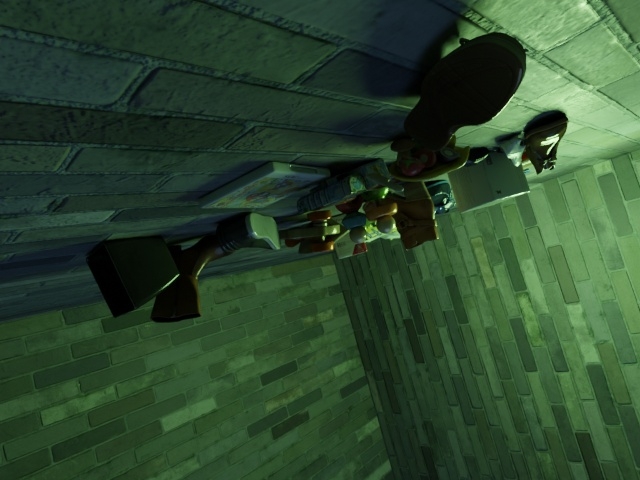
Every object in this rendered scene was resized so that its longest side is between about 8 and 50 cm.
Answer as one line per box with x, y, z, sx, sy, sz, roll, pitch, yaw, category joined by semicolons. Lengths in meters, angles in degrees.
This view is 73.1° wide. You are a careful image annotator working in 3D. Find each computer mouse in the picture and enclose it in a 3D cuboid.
0.496;-0.251;1.281;0.242;0.041;0.071;-14;174;-23;computer mouse

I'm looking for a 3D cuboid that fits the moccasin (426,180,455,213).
0.478;-0.163;1.712;0.137;0.117;0.342;-19;174;29;moccasin

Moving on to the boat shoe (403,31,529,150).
0.198;-0.215;0.611;0.089;0.104;0.285;-53;-175;-7;boat shoe

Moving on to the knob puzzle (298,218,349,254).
0.000;0.000;1.651;0.213;0.030;0.213;-23;-150;14;knob puzzle

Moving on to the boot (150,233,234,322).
-0.385;0.112;1.344;0.264;0.280;0.096;-7;134;-8;boot

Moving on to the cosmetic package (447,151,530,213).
0.547;-0.193;1.420;0.151;0.151;0.183;-14;176;-20;cosmetic package

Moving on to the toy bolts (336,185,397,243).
0.114;-0.073;1.379;0.218;0.159;0.228;-14;174;-19;toy bolts

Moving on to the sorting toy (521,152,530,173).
0.728;-0.282;1.605;0.196;0.047;0.347;-26;169;41;sorting toy

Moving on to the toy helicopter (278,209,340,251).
-0.103;-0.030;1.592;0.354;0.140;0.235;-6;-175;9;toy helicopter

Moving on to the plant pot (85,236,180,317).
-0.513;0.087;1.211;0.188;0.188;0.167;-22;-176;45;plant pot

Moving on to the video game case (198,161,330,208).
-0.122;-0.118;0.971;0.227;0.026;0.206;-19;173;34;video game case

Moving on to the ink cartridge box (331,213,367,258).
0.109;-0.020;1.825;0.128;0.176;0.127;-15;177;-1;ink cartridge box

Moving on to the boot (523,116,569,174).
0.638;-0.260;1.210;0.112;0.115;0.305;-15;174;20;boot

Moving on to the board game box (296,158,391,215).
0.062;-0.133;1.050;0.194;0.060;0.194;-22;-179;29;board game box

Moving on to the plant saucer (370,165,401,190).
0.186;-0.178;1.209;0.168;0.029;0.168;-16;174;-2;plant saucer

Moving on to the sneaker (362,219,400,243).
0.237;-0.078;2.010;0.384;0.145;0.147;-11;143;-15;sneaker

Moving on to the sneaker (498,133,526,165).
0.564;-0.258;1.242;0.061;0.054;0.152;-41;154;23;sneaker

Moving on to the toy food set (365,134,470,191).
0.211;-0.184;0.912;0.217;0.071;0.128;-24;-146;-15;toy food set

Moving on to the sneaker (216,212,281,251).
-0.226;-0.015;1.362;0.146;0.105;0.296;-15;169;12;sneaker

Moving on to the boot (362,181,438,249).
0.284;-0.072;1.539;0.283;0.220;0.109;-20;173;39;boot
